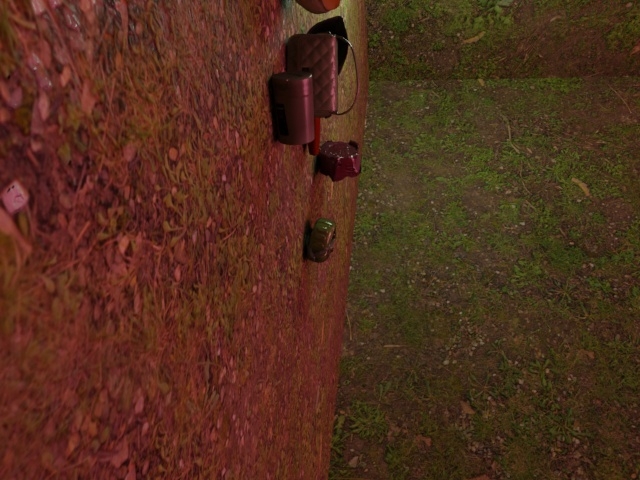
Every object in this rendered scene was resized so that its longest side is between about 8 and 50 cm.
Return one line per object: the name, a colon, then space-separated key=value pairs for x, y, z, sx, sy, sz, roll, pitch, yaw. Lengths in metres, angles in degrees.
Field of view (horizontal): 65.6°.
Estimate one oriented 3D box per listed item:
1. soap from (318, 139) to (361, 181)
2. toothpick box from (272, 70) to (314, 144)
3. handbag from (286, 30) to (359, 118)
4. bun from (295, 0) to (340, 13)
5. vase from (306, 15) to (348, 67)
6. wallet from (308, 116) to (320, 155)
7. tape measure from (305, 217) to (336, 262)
soap: x=0.081 y=-0.333 z=2.071 sx=0.289 sy=0.182 sz=0.112 roll=-70 pitch=156 yaw=-61
toothpick box: x=-0.073 y=-0.368 z=1.374 sx=0.111 sy=0.111 sz=0.180 roll=-73 pitch=163 yaw=-56
handbag: x=0.008 y=-0.497 z=1.496 sx=0.079 sy=0.219 sz=0.256 roll=-35 pitch=125 yaw=-80
bun: x=-0.024 y=-0.805 z=1.410 sx=0.299 sy=0.165 sz=0.299 roll=18 pitch=90 yaw=-72
vase: x=0.018 y=-0.652 z=1.800 sx=0.251 sy=0.156 sz=0.301 roll=-61 pitch=180 yaw=8
wallet: x=-0.022 y=-0.422 z=1.753 sx=0.204 sy=0.045 sz=0.142 roll=92 pitch=-4 yaw=-49
tape measure: x=0.000 y=0.000 z=1.903 sx=0.200 sy=0.106 sz=0.175 roll=-39 pitch=145 yaw=-75
